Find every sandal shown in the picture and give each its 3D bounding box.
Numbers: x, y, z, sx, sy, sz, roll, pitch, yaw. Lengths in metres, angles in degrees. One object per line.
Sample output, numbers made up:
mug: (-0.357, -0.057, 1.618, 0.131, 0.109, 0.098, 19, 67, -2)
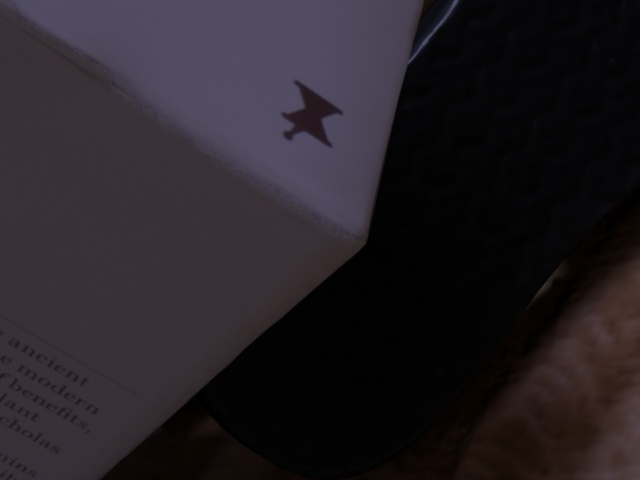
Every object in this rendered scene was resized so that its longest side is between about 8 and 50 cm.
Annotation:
sandal: (0.102, -0.076, 0.623, 0.446, 0.167, 0.107, -41, 12, -10)

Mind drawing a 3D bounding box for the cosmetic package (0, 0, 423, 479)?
cosmetic package: (-0.184, 0.005, 0.538, 0.453, 0.230, 0.161, -42, 22, 41)

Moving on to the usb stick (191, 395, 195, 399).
usb stick: (0.000, 0.000, 0.708, 0.278, 0.045, 0.077, -36, 31, -3)

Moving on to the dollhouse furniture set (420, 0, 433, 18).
dollhouse furniture set: (-0.099, -0.233, 0.878, 0.303, 0.286, 0.198, 11, 53, 35)
